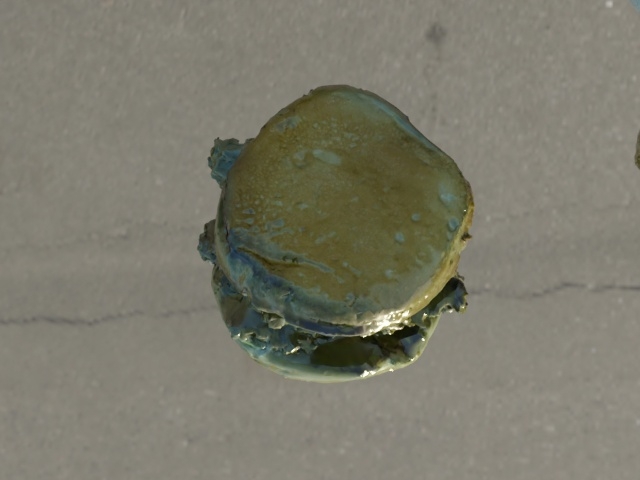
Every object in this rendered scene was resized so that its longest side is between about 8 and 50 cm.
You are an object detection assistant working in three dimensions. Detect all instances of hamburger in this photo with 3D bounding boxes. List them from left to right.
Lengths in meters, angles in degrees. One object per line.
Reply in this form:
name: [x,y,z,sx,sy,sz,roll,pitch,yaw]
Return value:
hamburger: [0.000,0.000,0.804,0.185,0.159,0.131,42,158,15]

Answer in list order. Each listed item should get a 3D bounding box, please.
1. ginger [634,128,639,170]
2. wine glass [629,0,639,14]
ginger: [0.268,-0.043,0.706,0.334,0.148,0.081,48,165,23]
wine glass: [0.291,-0.276,1.162,0.143,0.321,0.143,-15,137,-15]
